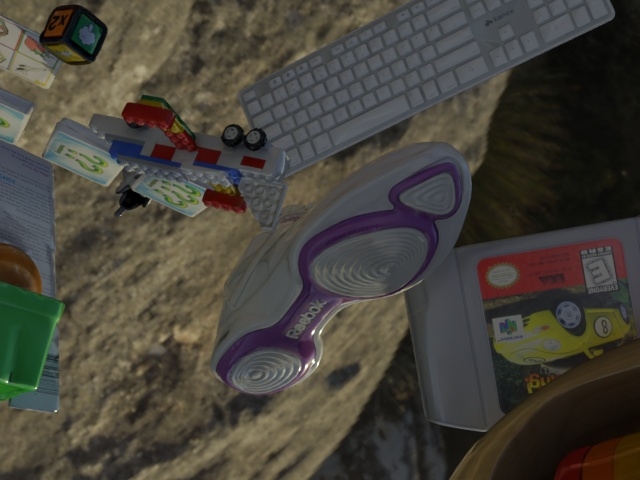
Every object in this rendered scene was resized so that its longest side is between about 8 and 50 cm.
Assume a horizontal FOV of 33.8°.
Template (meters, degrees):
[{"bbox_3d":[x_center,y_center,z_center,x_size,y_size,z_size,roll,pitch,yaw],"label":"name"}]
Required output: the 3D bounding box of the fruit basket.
[{"bbox_3d":[-0.438,0.011,1.218,0.165,0.353,0.327,-27,150,25],"label":"fruit basket"}]

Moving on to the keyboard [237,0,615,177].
[{"bbox_3d":[0.063,-0.123,0.707,0.256,0.072,0.014,-25,166,19],"label":"keyboard"}]

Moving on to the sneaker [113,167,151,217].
[{"bbox_3d":[-0.171,-0.052,0.954,0.038,0.098,0.069,27,78,-20],"label":"sneaker"}]

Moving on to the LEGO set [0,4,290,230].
[{"bbox_3d":[-0.126,-0.055,0.606,0.182,0.244,0.060,25,72,-18],"label":"LEGO set"}]

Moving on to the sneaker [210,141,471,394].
[{"bbox_3d":[0.000,0.000,0.879,0.114,0.152,0.305,26,130,-28],"label":"sneaker"}]

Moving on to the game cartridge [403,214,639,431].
[{"bbox_3d":[0.235,0.086,1.029,0.294,0.196,0.060,-11,-179,12],"label":"game cartridge"}]

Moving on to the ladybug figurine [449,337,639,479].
[{"bbox_3d":[0.282,0.208,0.807,0.162,0.449,0.305,44,47,-18],"label":"ladybug figurine"}]
